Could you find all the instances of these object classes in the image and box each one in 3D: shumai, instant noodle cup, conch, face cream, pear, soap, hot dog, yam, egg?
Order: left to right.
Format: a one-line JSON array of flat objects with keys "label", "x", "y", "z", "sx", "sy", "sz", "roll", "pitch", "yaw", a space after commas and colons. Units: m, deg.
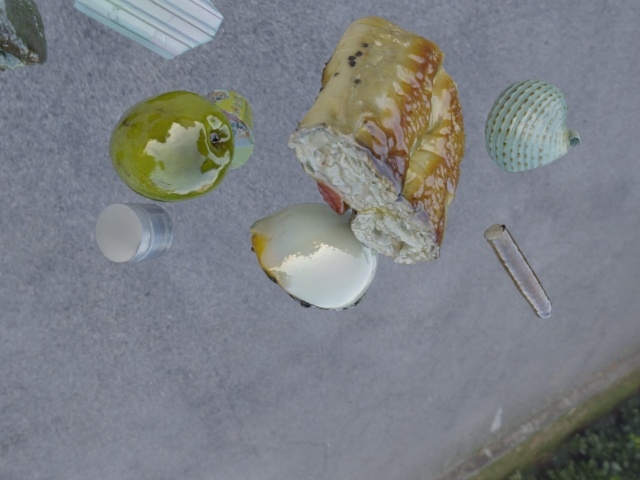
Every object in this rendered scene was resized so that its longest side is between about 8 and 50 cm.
[{"label": "shumai", "x": -0.847, "y": -0.560, "z": 1.293, "sx": 0.203, "sy": 0.222, "sz": 0.272, "roll": -9, "pitch": 124, "yaw": -6}, {"label": "face cream", "x": -0.553, "y": -0.024, "z": 1.515, "sx": 0.177, "sy": 0.177, "sz": 0.153, "roll": -52, "pitch": 166, "yaw": 16}, {"label": "soap", "x": -0.443, "y": -0.626, "z": 1.340, "sx": 0.346, "sy": 0.115, "sz": 0.208, "roll": 25, "pitch": 87, "yaw": -21}, {"label": "pear", "x": -0.346, "y": -0.212, "z": 1.161, "sx": 0.253, "sy": 0.306, "sz": 0.253, "roll": 1, "pitch": 90, "yaw": -67}, {"label": "instant noodle cup", "x": -0.280, "y": -0.330, "z": 1.459, "sx": 0.204, "sy": 0.153, "sz": 0.205, "roll": 3, "pitch": 135, "yaw": 3}, {"label": "egg", "x": 0.003, "y": -0.001, "z": 1.085, "sx": 0.264, "sy": 0.286, "sz": 0.174, "roll": -34, "pitch": 157, "yaw": -52}, {"label": "hot dog", "x": 0.124, "y": -0.194, "z": 0.897, "sx": 0.367, "sy": 0.196, "sz": 0.366, "roll": 47, "pitch": 55, "yaw": -39}, {"label": "yam", "x": 0.386, "y": 0.065, "z": 0.971, "sx": 0.046, "sy": 0.046, "sz": 0.264, "roll": -41, "pitch": 121, "yaw": 3}, {"label": "conch", "x": 0.395, "y": -0.232, "z": 0.969, "sx": 0.172, "sy": 0.200, "sz": 0.131, "roll": -36, "pitch": 113, "yaw": -1}]
